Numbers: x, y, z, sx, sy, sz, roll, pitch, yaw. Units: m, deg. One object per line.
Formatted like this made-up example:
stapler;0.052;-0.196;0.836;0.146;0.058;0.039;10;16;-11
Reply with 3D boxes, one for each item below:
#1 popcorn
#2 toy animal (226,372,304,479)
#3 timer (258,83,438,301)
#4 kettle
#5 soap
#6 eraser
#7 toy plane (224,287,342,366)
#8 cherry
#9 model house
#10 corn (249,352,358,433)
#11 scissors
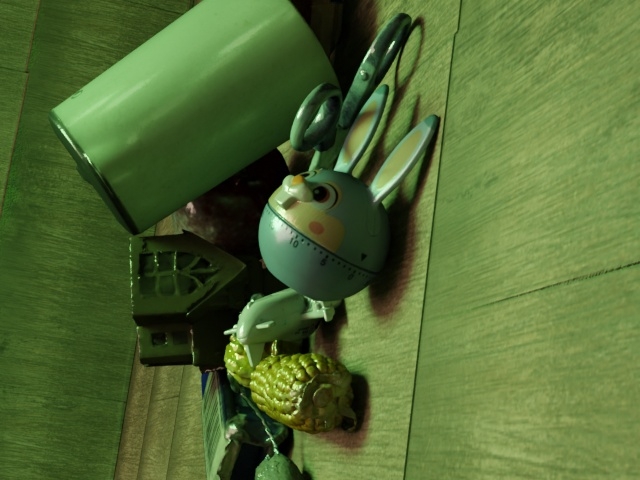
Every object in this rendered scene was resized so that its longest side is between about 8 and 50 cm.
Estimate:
popcorn;-0.078;0.163;1.579;0.106;0.121;0.116;33;123;38
toy animal;-0.065;0.292;1.453;0.079;0.070;0.252;102;154;-48
timer;0.016;-0.050;1.278;0.175;0.175;0.255;-110;31;-62
kettle;-0.204;-0.204;1.658;0.377;0.250;0.361;-36;17;-9
soap;-0.054;-0.431;1.758;0.273;0.098;0.217;-122;30;-42
eraser;-0.126;0.260;1.700;0.332;0.102;0.155;-105;30;-61
toy plane;-0.052;0.106;1.468;0.174;0.174;0.080;-178;70;-75
cherry;-0.153;-0.060;1.829;0.300;0.203;0.230;125;148;-57
model house;-0.156;0.095;1.661;0.211;0.244;0.204;96;169;-74
corn;-0.027;0.191;1.404;0.293;0.106;0.106;170;111;-76
scissors;0.004;-0.107;1.430;0.256;0.029;0.383;-47;-13;-39
